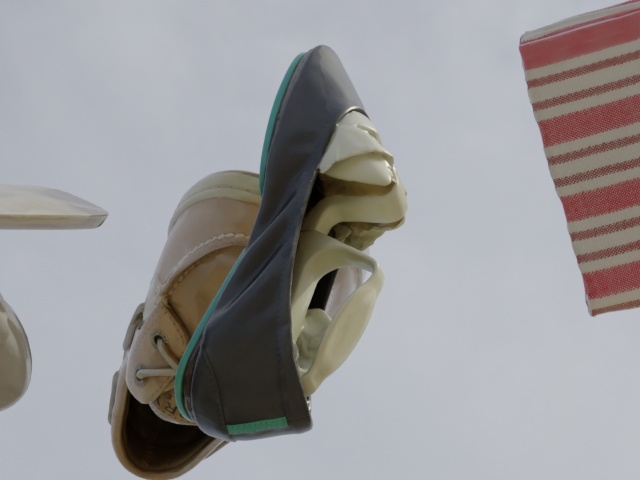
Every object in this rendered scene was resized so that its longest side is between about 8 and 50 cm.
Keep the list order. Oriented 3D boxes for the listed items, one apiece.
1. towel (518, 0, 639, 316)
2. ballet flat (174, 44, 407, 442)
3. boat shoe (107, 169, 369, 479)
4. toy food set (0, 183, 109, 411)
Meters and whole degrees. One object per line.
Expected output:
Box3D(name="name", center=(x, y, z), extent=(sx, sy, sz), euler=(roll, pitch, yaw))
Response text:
Box3D(name="towel", center=(0.220, -0.061, 1.207), extent=(0.144, 0.029, 0.197), euler=(-15, -94, 7))
Box3D(name="ballet flat", center=(0.000, 0.000, 0.806), extent=(0.074, 0.203, 0.074), euler=(14, -32, 9))
Box3D(name="boat shoe", center=(-0.059, 0.066, 1.135), extent=(0.122, 0.110, 0.341), euler=(23, -27, -4))
Box3D(name="toy food set", center=(-0.218, 0.104, 0.710), extent=(0.306, 0.092, 0.220), euler=(-57, -17, 12))
